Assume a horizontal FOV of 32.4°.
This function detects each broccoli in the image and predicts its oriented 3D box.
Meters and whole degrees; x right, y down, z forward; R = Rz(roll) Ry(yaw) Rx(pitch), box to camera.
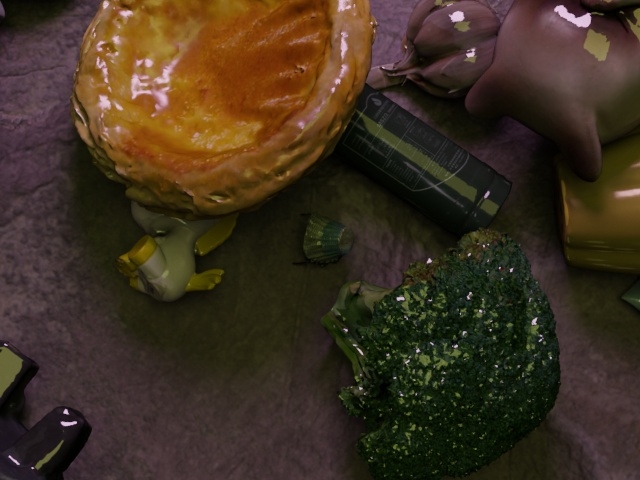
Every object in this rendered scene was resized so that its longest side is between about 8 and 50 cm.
[{"bbox_3d":[0.128,0.123,1.227,0.275,0.308,0.308,30,77,28],"label":"broccoli"}]

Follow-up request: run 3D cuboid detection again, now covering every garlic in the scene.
[{"bbox_3d":[0.139,-0.237,1.361,0.194,0.127,0.131,-13,83,12],"label":"garlic"}]

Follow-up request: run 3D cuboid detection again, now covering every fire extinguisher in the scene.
[{"bbox_3d":[0.086,-0.120,1.343,0.311,0.095,0.114,33,50,3],"label":"fire extinguisher"}]

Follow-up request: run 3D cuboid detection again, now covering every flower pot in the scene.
[{"bbox_3d":[-0.424,0.213,1.151,0.299,0.299,0.283,41,87,5],"label":"flower pot"},{"bbox_3d":[0.371,-0.044,1.305,0.179,0.195,0.195,-8,79,8],"label":"flower pot"}]

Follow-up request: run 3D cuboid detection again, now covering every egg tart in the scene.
[{"bbox_3d":[-0.106,-0.188,1.274,0.388,0.169,0.387,-8,67,20],"label":"egg tart"}]

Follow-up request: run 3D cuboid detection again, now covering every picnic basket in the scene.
[{"bbox_3d":[0.000,0.000,1.331,0.083,0.083,0.065,6,83,37],"label":"picnic basket"}]

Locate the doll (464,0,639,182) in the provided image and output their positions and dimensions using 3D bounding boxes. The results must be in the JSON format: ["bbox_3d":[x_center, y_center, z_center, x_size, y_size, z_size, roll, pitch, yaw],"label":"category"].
[{"bbox_3d":[0.350,-0.265,1.267,0.215,0.226,0.370,35,61,22],"label":"doll"}]

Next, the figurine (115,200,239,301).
[{"bbox_3d":[-0.167,-0.011,1.313,0.130,0.109,0.178,7,57,4],"label":"figurine"}]

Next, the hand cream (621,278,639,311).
[{"bbox_3d":[0.449,0.110,1.342,0.065,0.043,0.170,-41,79,-16],"label":"hand cream"}]

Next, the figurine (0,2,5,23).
[{"bbox_3d":[-0.465,-0.217,1.313,0.176,0.133,0.236,-4,84,12],"label":"figurine"}]
